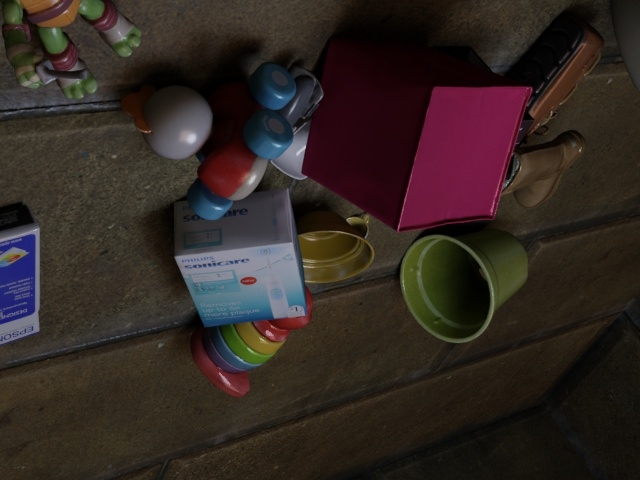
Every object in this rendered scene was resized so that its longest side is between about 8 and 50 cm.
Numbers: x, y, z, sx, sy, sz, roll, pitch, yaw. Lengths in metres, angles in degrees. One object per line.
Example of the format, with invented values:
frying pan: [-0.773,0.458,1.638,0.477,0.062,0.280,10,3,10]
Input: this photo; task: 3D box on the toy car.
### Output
toy car: [-0.195,-0.188,1.496,0.238,0.210,0.219,25,136,-26]

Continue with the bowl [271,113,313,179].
bowl: [-0.027,-0.187,1.751,0.142,0.053,0.142,-40,150,12]

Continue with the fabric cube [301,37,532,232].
fabric cube: [0.162,-0.188,1.652,0.259,0.258,0.254,-7,118,-41]

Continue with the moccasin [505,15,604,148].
moccasin: [0.438,-0.292,1.996,0.147,0.139,0.380,19,114,-45]

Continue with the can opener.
can opener: [-0.105,-0.182,1.643,0.283,0.076,0.095,-47,168,24]

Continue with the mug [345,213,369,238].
mug: [0.083,-0.015,2.122,0.078,0.062,0.064,-23,158,-6]

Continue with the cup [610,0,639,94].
cup: [0.724,-0.448,1.923,0.331,0.237,0.331,-25,150,-16]

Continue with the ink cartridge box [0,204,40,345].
ink cartridge box: [-0.617,0.092,1.569,0.303,0.072,0.307,-18,150,-29]

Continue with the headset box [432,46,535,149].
headset box: [0.245,-0.192,1.848,0.110,0.218,0.293,-8,143,-36]

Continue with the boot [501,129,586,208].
boot: [0.425,-0.133,2.042,0.269,0.089,0.236,-21,151,-43]

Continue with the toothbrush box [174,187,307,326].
toothbrush box: [-0.146,0.039,1.831,0.216,0.126,0.295,-6,148,1]

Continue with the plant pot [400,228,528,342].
plant pot: [0.385,0.087,2.412,0.254,0.276,0.276,-21,151,-45]

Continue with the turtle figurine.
turtle figurine: [-0.288,-0.261,1.186,0.275,0.198,0.266,9,169,6]

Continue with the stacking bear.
stacking bear: [-0.130,0.183,2.053,0.164,0.175,0.289,32,126,-33]

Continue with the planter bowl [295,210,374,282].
planter bowl: [0.000,0.000,1.995,0.217,0.090,0.217,-3,149,-2]
